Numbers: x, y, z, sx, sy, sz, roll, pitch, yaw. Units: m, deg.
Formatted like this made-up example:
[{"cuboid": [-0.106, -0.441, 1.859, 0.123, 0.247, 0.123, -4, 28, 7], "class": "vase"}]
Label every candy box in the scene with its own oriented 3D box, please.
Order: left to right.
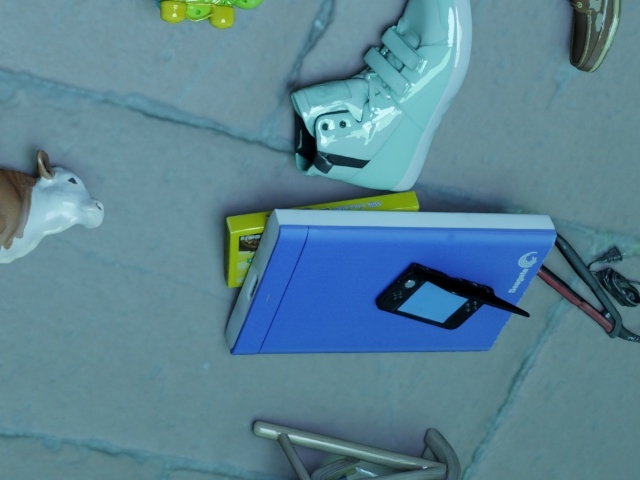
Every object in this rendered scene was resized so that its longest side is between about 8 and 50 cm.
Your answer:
[{"cuboid": [0.000, 0.000, 1.589, 0.206, 0.027, 0.105, -8, 147, -11], "class": "candy box"}]

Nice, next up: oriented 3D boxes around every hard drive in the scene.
[{"cuboid": [0.075, 0.049, 1.620, 0.319, 0.040, 0.210, 1, 138, -22], "class": "hard drive"}]

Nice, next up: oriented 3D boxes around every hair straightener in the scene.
[{"cuboid": [0.339, 0.054, 1.756, 0.089, 0.047, 0.230, -46, 122, 8], "class": "hair straightener"}]

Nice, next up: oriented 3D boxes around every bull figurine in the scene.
[{"cuboid": [-0.361, -0.028, 1.398, 0.310, 0.188, 0.101, 18, 132, -20], "class": "bull figurine"}]

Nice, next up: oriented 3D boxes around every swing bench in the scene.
[{"cuboid": [0.026, 0.363, 1.743, 0.255, 0.165, 0.253, 7, 114, -23], "class": "swing bench"}]

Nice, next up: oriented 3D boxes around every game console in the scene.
[{"cuboid": [0.141, 0.074, 1.582, 0.122, 0.071, 0.107, 18, 129, -36], "class": "game console"}]

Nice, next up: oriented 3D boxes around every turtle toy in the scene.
[{"cuboid": [-0.108, -0.250, 1.420, 0.130, 0.066, 0.095, 4, 92, -24], "class": "turtle toy"}]

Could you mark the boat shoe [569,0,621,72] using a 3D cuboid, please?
[{"cuboid": [0.283, -0.266, 1.557, 0.060, 0.064, 0.178, 2, 110, -15], "class": "boat shoe"}]

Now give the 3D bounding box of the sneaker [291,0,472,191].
[{"cuboid": [0.056, -0.165, 1.503, 0.151, 0.094, 0.255, 2, 119, -29], "class": "sneaker"}]
